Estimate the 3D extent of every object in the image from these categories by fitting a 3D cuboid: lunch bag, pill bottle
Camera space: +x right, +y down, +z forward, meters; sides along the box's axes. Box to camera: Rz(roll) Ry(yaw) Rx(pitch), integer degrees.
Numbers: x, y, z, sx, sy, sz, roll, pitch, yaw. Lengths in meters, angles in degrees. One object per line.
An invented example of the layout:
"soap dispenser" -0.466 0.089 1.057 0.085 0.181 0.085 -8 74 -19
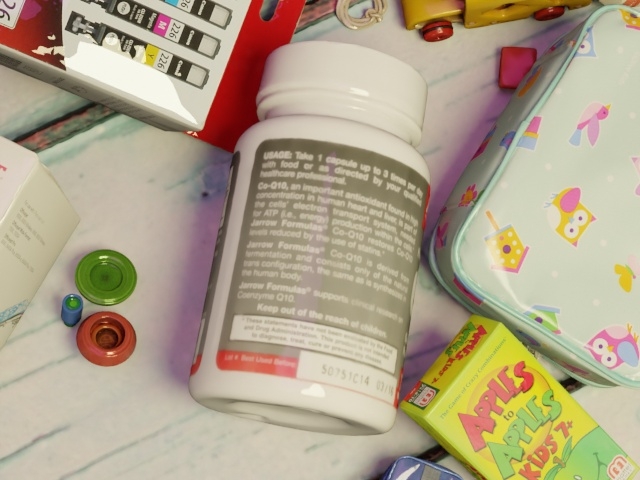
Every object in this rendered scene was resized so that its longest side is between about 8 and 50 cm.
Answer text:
"lunch bag" 0.070 0.219 0.965 0.067 0.065 0.098 20 76 6
"pill bottle" 0.000 0.000 0.977 0.161 0.161 0.283 9 75 3
"lunch bag" 0.232 -0.024 0.997 0.224 0.108 0.279 33 80 -8

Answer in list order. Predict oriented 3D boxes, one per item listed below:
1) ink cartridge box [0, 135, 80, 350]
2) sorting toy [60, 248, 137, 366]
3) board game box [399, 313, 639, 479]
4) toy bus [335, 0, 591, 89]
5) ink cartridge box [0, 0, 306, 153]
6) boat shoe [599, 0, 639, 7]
"ink cartridge box" -0.329 0.018 0.972 0.171 0.168 0.232 28 77 7
"sorting toy" -0.184 0.061 1.030 0.061 0.042 0.102 3 62 -14
"board game box" 0.154 0.151 0.949 0.181 0.043 0.092 45 79 -22
"toy bus" 0.137 -0.238 1.055 0.191 0.104 0.202 34 87 7
"ink cartridge box" -0.112 -0.253 0.994 0.272 0.130 0.309 21 87 -18
"boat shoe" 0.245 -0.264 1.107 0.043 0.049 0.137 -9 66 -46
